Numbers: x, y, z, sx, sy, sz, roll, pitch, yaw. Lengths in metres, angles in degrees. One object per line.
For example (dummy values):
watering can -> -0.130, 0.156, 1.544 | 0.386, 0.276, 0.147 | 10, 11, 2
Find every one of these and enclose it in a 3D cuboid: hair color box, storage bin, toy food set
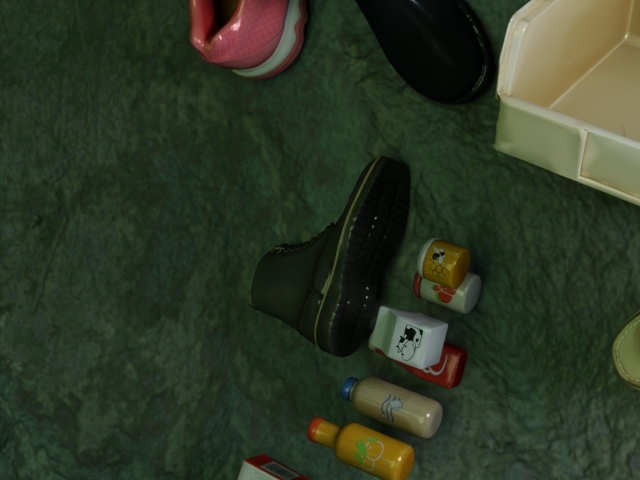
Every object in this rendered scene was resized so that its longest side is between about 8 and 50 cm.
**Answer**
hair color box -> -0.062, 0.300, 1.612 | 0.072, 0.043, 0.141 | 25, 104, 25
storage bin -> 0.309, -0.129, 1.251 | 0.262, 0.260, 0.123 | 24, 130, 25
toy food set -> 0.072, 0.100, 1.486 | 0.104, 0.111, 0.232 | 19, 105, 26

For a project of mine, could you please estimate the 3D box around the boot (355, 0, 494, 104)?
boot -> 0.038, -0.228, 1.428 | 0.094, 0.207, 0.246 | -38, 76, 26

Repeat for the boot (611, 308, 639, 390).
boot -> 0.336, 0.068, 1.288 | 0.262, 0.203, 0.095 | -21, 84, 28

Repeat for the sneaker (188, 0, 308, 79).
sneaker -> -0.064, -0.313, 1.518 | 0.116, 0.136, 0.314 | 9, 98, 27

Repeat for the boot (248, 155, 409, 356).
boot -> 0.000, 0.000, 1.548 | 0.137, 0.077, 0.198 | 21, 90, 43
